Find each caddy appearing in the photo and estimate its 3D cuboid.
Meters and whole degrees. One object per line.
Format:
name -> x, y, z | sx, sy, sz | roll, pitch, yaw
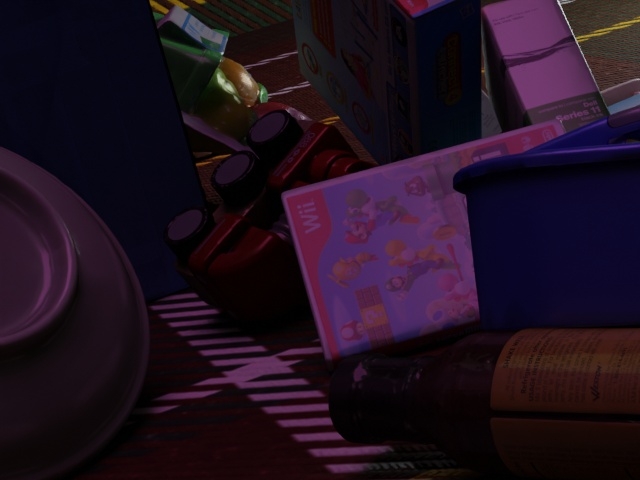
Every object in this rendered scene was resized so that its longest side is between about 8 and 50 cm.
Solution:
caddy -> 0.270, -0.019, 1.232 | 0.341, 0.179, 0.241 | -3, -5, 25

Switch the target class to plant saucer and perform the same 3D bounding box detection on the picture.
plant saucer -> -0.327, 0.033, 1.398 | 0.400, 0.400, 0.100 | -29, -19, -42

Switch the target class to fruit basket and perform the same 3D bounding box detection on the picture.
fruit basket -> -0.096, -0.162, 2.049 | 0.353, 0.165, 0.327 | 23, 15, -6

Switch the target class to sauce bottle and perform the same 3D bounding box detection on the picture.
sauce bottle -> 0.160, 0.114, 1.138 | 0.344, 0.111, 0.111 | 0, 21, 38

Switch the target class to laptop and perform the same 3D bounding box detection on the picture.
laptop -> -0.315, -0.053, 1.644 | 0.236, 0.382, 0.408 | -10, 16, 19

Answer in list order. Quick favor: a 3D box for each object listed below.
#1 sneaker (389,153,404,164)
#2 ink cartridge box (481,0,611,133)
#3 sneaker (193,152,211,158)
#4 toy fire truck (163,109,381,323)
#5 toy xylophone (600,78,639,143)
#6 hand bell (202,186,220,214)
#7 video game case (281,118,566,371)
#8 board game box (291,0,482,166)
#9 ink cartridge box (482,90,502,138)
sneaker -> 0.113, -0.051, 1.778 | 0.235, 0.097, 0.084 | -15, 16, -2
ink cartridge box -> 0.241, -0.140, 1.705 | 0.087, 0.153, 0.208 | -15, 54, -1
sneaker -> -0.217, -0.179, 2.506 | 0.275, 0.110, 0.107 | -22, 17, -26
toy fire truck -> 0.000, 0.000, 1.640 | 0.246, 0.158, 0.217 | 17, 61, 50
toy xylophone -> 0.395, -0.112, 1.767 | 0.236, 0.081, 0.323 | -25, 18, -32
hand bell -> -0.139, -0.036, 1.995 | 0.242, 0.126, 0.126 | 17, 33, 42
video game case -> 0.121, 0.000, 1.514 | 0.285, 0.025, 0.204 | -15, 54, -1
board game box -> 0.071, -0.238, 1.862 | 0.086, 0.308, 0.302 | -25, 52, -16
ink cartridge box -> 0.130, -0.191, 2.040 | 0.056, 0.225, 0.181 | -55, 28, -12
